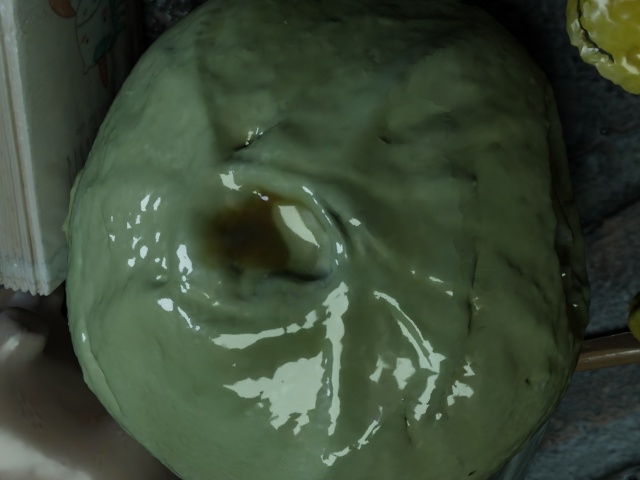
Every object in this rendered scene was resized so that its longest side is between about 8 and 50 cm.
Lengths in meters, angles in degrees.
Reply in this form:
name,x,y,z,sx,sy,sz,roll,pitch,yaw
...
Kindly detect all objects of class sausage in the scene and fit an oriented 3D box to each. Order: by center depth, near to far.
name,x,y,z,sx,sy,sz,roll,pitch,yaw
sausage,0.230,0.078,1.275,0.116,0.026,0.026,-12,120,27

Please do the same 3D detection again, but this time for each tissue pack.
name,x,y,z,sx,sy,sz,roll,pitch,yaw
tissue pack,-0.180,-0.138,1.172,0.071,0.170,0.325,12,127,18

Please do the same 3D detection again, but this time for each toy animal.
name,x,y,z,sx,sy,sz,roll,pitch,yaw
toy animal,-0.201,0.192,1.403,0.326,0.237,0.269,35,117,-2

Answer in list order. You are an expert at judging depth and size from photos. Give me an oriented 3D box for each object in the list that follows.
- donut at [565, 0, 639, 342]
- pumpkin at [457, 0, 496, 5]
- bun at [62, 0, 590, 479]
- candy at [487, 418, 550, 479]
name,x,y,z,sx,sy,sz,roll,pitch,yaw
donut,0.336,-0.048,1.001,0.377,0.163,0.435,7,127,37
pumpkin,0.066,-0.283,0.928,0.296,0.296,0.296,10,127,13
bun,-0.003,0.002,1.097,0.364,0.202,0.364,-1,84,12
candy,0.034,0.242,1.349,0.145,0.208,0.359,32,132,14
